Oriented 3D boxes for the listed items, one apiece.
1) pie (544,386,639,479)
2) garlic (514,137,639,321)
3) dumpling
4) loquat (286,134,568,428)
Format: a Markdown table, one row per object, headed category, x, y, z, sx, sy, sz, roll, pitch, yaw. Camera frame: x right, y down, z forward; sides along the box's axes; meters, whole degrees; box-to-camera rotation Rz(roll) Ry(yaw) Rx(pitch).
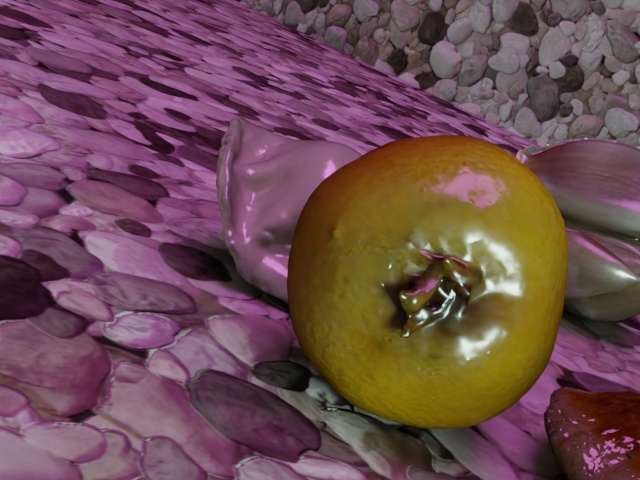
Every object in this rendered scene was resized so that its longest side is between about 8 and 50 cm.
| category | x | y | z | sx | sy | sz | roll | pitch | yaw |
| --- | --- | --- | --- | --- | --- | --- | --- | --- | --- |
| pie | 0.240 | 0.164 | 0.745 | 0.163 | 0.079 | 0.193 | 10 | 19 | -26 |
| garlic | 0.315 | -0.019 | 1.214 | 0.292 | 0.210 | 0.237 | 18 | 7 | 20 |
| dumpling | 0.000 | 0.000 | 0.929 | 0.252 | 0.131 | 0.179 | 40 | 32 | -15 |
| loquat | 0.077 | 0.027 | 0.734 | 0.208 | 0.208 | 0.208 | 20 | 16 | -6 |
